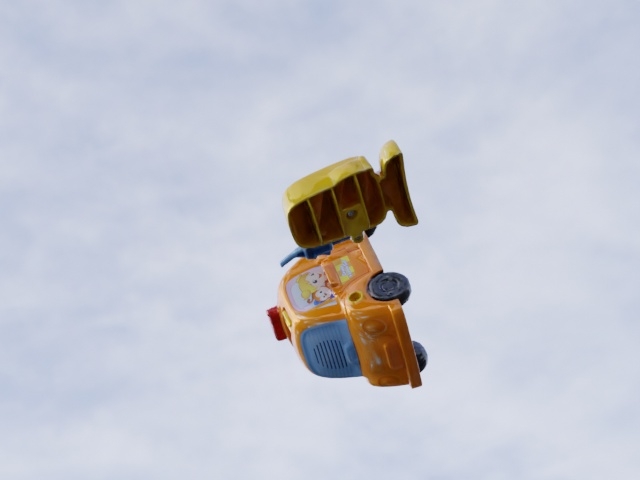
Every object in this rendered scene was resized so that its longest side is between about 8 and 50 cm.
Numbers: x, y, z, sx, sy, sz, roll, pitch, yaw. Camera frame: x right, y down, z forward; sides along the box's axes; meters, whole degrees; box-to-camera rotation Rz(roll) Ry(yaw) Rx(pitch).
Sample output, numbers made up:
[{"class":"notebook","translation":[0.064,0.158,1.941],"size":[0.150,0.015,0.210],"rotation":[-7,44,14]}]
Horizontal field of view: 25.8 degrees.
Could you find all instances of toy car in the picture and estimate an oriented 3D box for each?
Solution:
[{"class":"toy car","translation":[0.000,0.000,0.373],"size":[0.041,0.060,0.122],"rotation":[-20,-32,-3]}]
